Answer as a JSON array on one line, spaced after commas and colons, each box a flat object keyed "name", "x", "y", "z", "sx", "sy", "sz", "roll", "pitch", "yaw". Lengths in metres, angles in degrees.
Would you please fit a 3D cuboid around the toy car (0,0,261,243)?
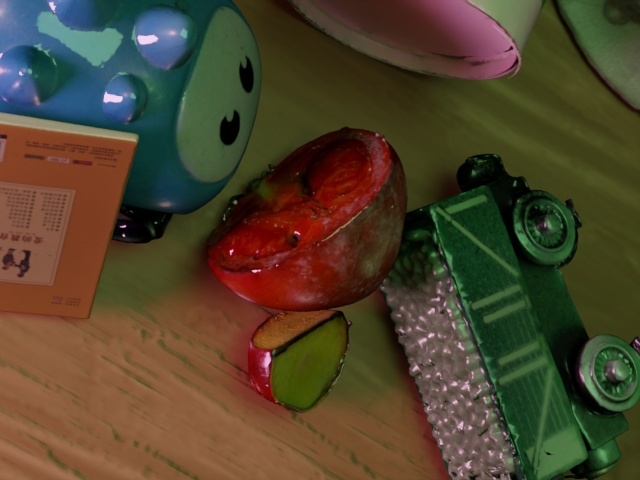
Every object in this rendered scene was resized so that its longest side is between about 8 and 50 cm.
[{"name": "toy car", "x": -0.150, "y": -0.122, "z": 0.817, "sx": 0.255, "sy": 0.190, "sz": 0.188, "roll": 26, "pitch": 70, "yaw": -21}]

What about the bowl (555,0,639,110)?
[{"name": "bowl", "x": 0.419, "y": -0.304, "z": 1.110, "sx": 0.435, "sy": 0.196, "sz": 0.434, "roll": 4, "pitch": 79, "yaw": -24}]

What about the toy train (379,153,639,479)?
[{"name": "toy train", "x": 0.147, "y": 0.067, "z": 0.960, "sx": 0.154, "sy": 0.115, "sz": 0.269, "roll": -20, "pitch": 90, "yaw": -32}]

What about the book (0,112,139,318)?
[{"name": "book", "x": -0.190, "y": -0.012, "z": 0.793, "sx": 0.118, "sy": 0.172, "sz": 0.012, "roll": 8, "pitch": 45, "yaw": -18}]

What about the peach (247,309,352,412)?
[{"name": "peach", "x": -0.020, "y": 0.081, "z": 0.914, "sx": 0.077, "sy": 0.050, "sz": 0.083, "roll": 34, "pitch": 76, "yaw": -41}]

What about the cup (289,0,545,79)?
[{"name": "cup", "x": 0.101, "y": -0.282, "z": 0.942, "sx": 0.253, "sy": 0.253, "sz": 0.273, "roll": 24, "pitch": 78, "yaw": -19}]

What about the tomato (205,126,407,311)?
[{"name": "tomato", "x": 0.000, "y": 0.000, "z": 0.902, "sx": 0.159, "sy": 0.139, "sz": 0.091, "roll": -41, "pitch": 121, "yaw": -21}]
